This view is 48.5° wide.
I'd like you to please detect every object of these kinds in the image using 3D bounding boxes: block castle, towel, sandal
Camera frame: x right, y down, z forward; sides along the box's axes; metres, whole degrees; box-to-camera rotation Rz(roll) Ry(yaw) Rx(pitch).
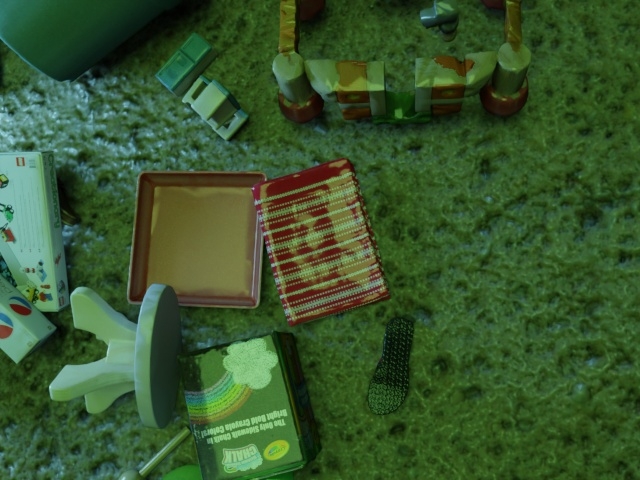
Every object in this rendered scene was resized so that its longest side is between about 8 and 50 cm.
[{"bbox_3d":[0.144,-0.366,1.272,0.453,0.213,0.303,-1,77,7],"label":"block castle"},{"bbox_3d":[0.000,0.000,1.298,0.199,0.031,0.275,-15,82,-4],"label":"towel"},{"bbox_3d":[0.129,0.226,1.266,0.067,0.040,0.179,14,69,6],"label":"sandal"}]

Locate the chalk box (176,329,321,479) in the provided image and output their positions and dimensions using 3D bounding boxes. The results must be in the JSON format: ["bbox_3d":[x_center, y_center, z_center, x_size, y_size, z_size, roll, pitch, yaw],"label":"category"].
[{"bbox_3d":[-0.110,0.316,1.216,0.180,0.179,0.289,-15,80,6],"label":"chalk box"}]

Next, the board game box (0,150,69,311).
[{"bbox_3d":[-0.595,-0.017,1.361,0.193,0.053,0.305,0,102,9],"label":"board game box"}]

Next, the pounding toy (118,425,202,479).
[{"bbox_3d":[-0.265,0.450,1.215,0.183,0.110,0.237,-43,54,2],"label":"pounding toy"}]

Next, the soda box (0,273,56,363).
[{"bbox_3d":[-0.606,0.123,1.329,0.216,0.069,0.074,45,106,-4],"label":"soda box"}]

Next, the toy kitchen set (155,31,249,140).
[{"bbox_3d":[-0.221,-0.309,1.339,0.207,0.166,0.122,42,90,13],"label":"toy kitchen set"}]

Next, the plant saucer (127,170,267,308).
[{"bbox_3d":[-0.228,-0.002,1.352,0.258,0.048,0.259,1,80,10],"label":"plant saucer"}]

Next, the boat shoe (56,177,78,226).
[{"bbox_3d":[-0.540,-0.100,1.410,0.178,0.064,0.060,44,92,16],"label":"boat shoe"}]

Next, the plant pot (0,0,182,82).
[{"bbox_3d":[-0.451,-0.500,1.342,0.334,0.341,0.341,-39,77,9],"label":"plant pot"}]

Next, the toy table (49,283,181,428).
[{"bbox_3d":[-0.345,0.199,1.251,0.161,0.252,0.274,5,104,5],"label":"toy table"}]
